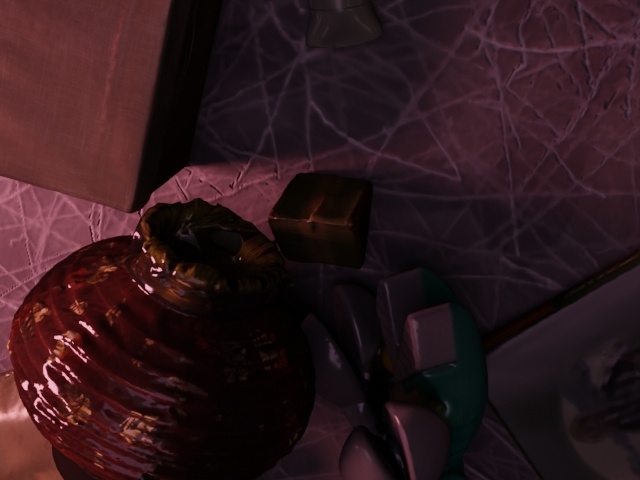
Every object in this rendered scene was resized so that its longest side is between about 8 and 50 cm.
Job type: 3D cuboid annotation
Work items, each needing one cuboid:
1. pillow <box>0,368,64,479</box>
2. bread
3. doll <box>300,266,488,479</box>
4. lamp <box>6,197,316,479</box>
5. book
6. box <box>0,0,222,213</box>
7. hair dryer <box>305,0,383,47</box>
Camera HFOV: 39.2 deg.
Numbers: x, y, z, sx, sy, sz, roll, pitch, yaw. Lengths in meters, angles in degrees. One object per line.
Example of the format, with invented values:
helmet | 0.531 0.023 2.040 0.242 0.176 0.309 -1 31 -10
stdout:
pillow | -0.233 0.188 0.859 0.302 0.075 0.185 -20 94 13
bread | -0.001 0.001 0.733 0.074 0.139 0.084 7 108 5
doll | 0.071 0.155 0.746 0.153 0.195 0.258 -18 98 -16
lamp | -0.116 0.088 0.696 0.246 0.247 0.247 2 108 8
book | 0.345 0.113 0.773 0.371 0.043 0.260 -32 98 15
box | -0.167 -0.164 0.701 0.155 0.149 0.231 15 109 3
hair dryer | 0.088 -0.266 0.688 0.237 0.075 0.206 -10 113 3
